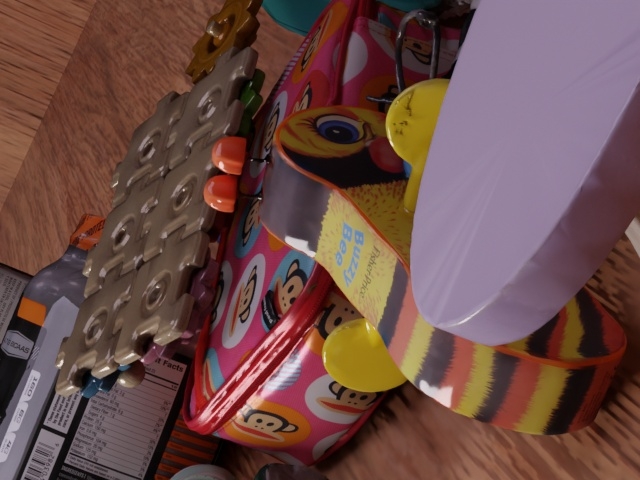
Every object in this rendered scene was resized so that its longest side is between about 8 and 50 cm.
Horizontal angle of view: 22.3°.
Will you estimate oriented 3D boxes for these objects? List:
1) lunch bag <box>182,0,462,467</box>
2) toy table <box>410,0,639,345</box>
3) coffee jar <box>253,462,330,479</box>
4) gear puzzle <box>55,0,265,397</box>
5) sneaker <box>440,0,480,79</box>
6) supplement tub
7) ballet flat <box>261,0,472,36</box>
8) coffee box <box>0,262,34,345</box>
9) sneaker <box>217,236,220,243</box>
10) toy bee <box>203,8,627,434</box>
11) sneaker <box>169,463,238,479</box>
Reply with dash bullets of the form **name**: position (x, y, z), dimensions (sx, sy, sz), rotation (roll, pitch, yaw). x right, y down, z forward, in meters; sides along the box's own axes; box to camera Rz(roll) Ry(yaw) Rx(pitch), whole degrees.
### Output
- **lunch bag**: position (0.000, 0.000, 1.111), dimensions (0.258, 0.120, 0.293), rotation (-52, 22, 47)
- **toy table**: position (0.165, -0.065, 0.659), dimensions (0.274, 0.161, 0.252), rotation (-62, 20, 15)
- **coffee jar**: position (-0.041, 0.234, 0.991), dimensions (0.184, 0.079, 0.096), rotation (-60, 20, 18)
- **gear puzzle**: position (-0.095, -0.044, 1.167), dimensions (0.175, 0.044, 0.338), rotation (-29, 39, 46)
- **sneaker**: position (0.120, -0.078, 0.940), dimensions (0.217, 0.079, 0.121), rotation (-128, 59, -78)
- **supplement tub**: position (-0.174, 0.151, 1.269), dimensions (0.316, 0.194, 0.193), rotation (-68, 19, -6)
- **ballet flat**: position (0.056, -0.228, 1.241), dimensions (0.147, 0.147, 0.409), rotation (-68, 22, -2)
- **coffee box**: position (-0.238, 0.090, 1.428), dimensions (0.098, 0.247, 0.141), rotation (-67, 20, -4)
- **sneaker**: position (-0.029, -0.076, 1.319), dimensions (0.069, 0.082, 0.209), rotation (-34, 36, 61)
- **toy bee**: position (0.026, -0.006, 0.865), dimensions (0.298, 0.162, 0.195), rotation (-139, 48, -61)
- **sneaker**: position (-0.125, 0.268, 1.099), dimensions (0.151, 0.094, 0.255), rotation (102, -170, -80)
